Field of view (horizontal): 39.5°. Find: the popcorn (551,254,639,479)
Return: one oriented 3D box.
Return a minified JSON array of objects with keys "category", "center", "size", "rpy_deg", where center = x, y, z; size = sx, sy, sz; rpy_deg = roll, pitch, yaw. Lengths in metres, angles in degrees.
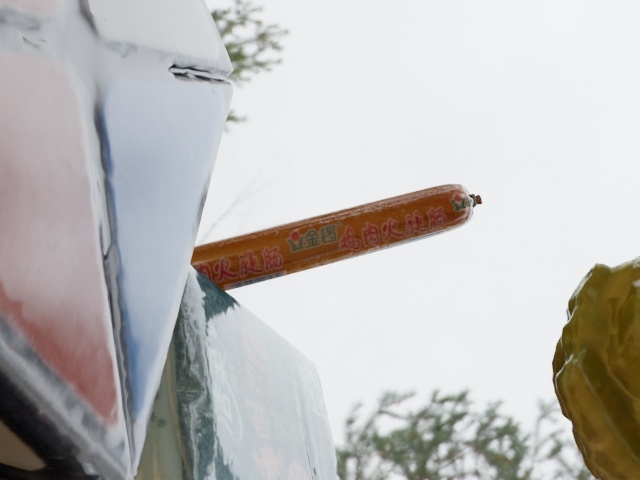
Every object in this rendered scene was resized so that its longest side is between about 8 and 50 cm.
[{"category":"popcorn","center":[0.248,0.091,0.585],"size":[0.197,0.155,0.198],"rpy_deg":[-13,-110,41]}]

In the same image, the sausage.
[{"category":"sausage","center":[0.000,0.000,0.906],"size":[0.053,0.347,0.053],"rpy_deg":[166,-90,-85]}]

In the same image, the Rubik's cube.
[{"category":"Rubik's cube","center":[-0.244,-0.067,0.402],"size":[0.310,0.305,0.307],"rpy_deg":[-5,-39,16]}]

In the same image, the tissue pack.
[{"category":"tissue pack","center":[-0.078,0.164,0.778],"size":[0.316,0.103,0.228],"rpy_deg":[48,25,-55]}]
